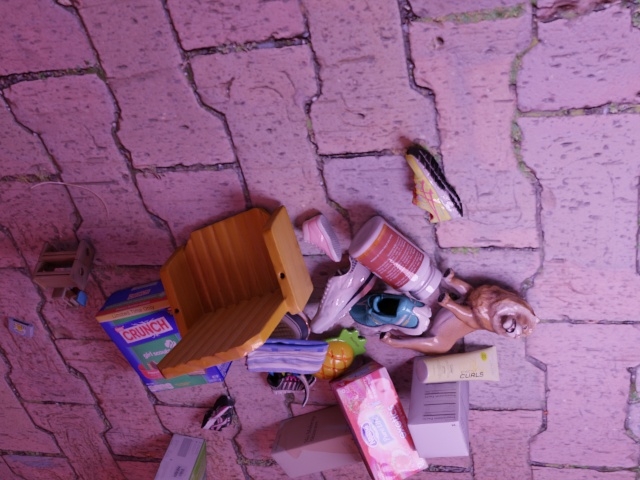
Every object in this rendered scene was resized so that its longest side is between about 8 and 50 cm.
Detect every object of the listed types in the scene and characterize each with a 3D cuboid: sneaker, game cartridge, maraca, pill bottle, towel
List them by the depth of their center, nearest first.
[{"bbox_3d":[0.240,-0.116,1.529,0.094,0.081,0.208,-23,117,29],"label":"sneaker"},{"bbox_3d":[0.184,0.048,1.631,0.216,0.121,0.121,38,124,-13],"label":"pill bottle"},{"bbox_3d":[0.157,0.164,1.678,0.110,0.107,0.275,30,161,-28],"label":"sneaker"},{"bbox_3d":[0.000,0.000,1.687,0.070,0.051,0.134,-16,116,25],"label":"sneaker"},{"bbox_3d":[-0.091,0.295,1.699,0.209,0.034,0.285,3,158,-4],"label":"towel"},{"bbox_3d":[0.042,0.139,1.738,0.095,0.090,0.235,39,103,-10],"label":"sneaker"},{"bbox_3d":[-0.158,0.161,1.803,0.321,0.127,0.126,44,121,11],"label":"sneaker"},{"bbox_3d":[0.044,0.317,1.873,0.185,0.099,0.127,-38,121,9],"label":"maraca"},{"bbox_3d":[-0.090,0.408,1.986,0.170,0.063,0.075,-17,125,29],"label":"sneaker"},{"bbox_3d":[-0.948,0.276,2.127,0.083,0.017,0.056,20,130,-1],"label":"game cartridge"},{"bbox_3d":[-0.311,0.556,2.152,0.077,0.072,0.178,25,135,-20],"label":"sneaker"}]

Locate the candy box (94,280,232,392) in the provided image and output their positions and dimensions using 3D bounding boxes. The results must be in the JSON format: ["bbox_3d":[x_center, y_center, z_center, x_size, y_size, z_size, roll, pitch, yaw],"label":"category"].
[{"bbox_3d":[-0.440,0.276,1.940,0.268,0.122,0.317,-14,119,22],"label":"candy box"}]

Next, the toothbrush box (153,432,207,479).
[{"bbox_3d":[-0.474,0.833,2.290,0.122,0.206,0.283,11,126,5],"label":"toothbrush box"}]

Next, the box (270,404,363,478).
[{"bbox_3d":[0.016,0.605,2.052,0.311,0.148,0.121,-23,115,25],"label":"box"}]

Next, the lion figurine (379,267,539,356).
[{"bbox_3d":[0.339,0.212,1.723,0.240,0.142,0.392,33,140,-21],"label":"lion figurine"}]

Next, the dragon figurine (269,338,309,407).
[{"bbox_3d":[-0.106,0.331,1.910,0.144,0.085,0.289,2,121,26],"label":"dragon figurine"}]

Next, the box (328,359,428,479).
[{"bbox_3d":[0.154,0.500,1.846,0.154,0.142,0.300,-23,91,-8],"label":"box"}]

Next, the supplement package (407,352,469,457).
[{"bbox_3d":[0.320,0.438,1.798,0.134,0.244,0.139,-9,121,19],"label":"supplement package"}]

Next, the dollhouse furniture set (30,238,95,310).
[{"bbox_3d":[-0.689,0.098,1.892,0.129,0.129,0.184,-3,148,15],"label":"dollhouse furniture set"}]

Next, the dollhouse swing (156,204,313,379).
[{"bbox_3d":[-0.250,0.114,1.598,0.347,0.305,0.315,-19,90,25],"label":"dollhouse swing"}]

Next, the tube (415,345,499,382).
[{"bbox_3d":[0.365,0.328,1.750,0.240,0.062,0.070,0,123,-24],"label":"tube"}]
